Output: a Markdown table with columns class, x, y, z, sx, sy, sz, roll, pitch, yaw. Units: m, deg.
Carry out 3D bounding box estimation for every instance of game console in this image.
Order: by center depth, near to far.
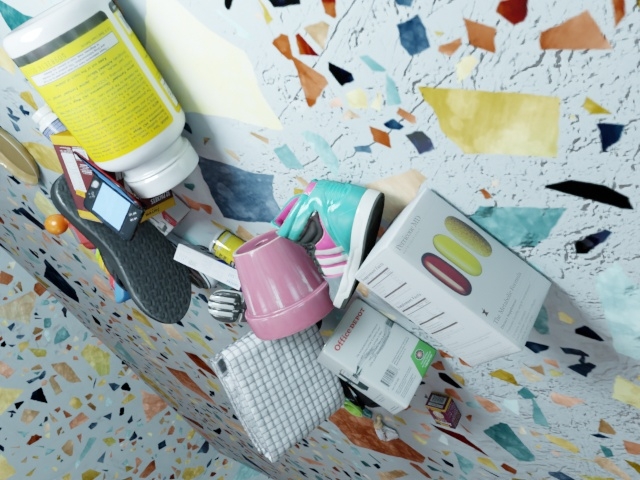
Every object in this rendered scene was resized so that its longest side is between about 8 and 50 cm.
| class | x | y | z | sx | sy | sz | roll | pitch | yaw |
| --- | --- | --- | --- | --- | --- | --- | --- | --- | --- |
| game console | -0.408 | -0.080 | 1.023 | 0.144 | 0.085 | 0.124 | 35 | 108 | 20 |

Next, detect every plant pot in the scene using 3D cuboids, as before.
| class | x | y | z | sx | sy | sz | roll | pitch | yaw |
| --- | --- | --- | --- | --- | --- | --- | --- | --- | --- |
| plant pot | -0.086 | 0.079 | 1.130 | 0.201 | 0.201 | 0.180 | -8 | 112 | 50 |
| plant pot | -0.949 | -0.268 | 1.668 | 0.236 | 0.032 | 0.236 | 26 | 148 | 17 |

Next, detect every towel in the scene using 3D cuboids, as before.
| class | x | y | z | sx | sy | sz | roll | pitch | yaw |
| --- | --- | --- | --- | --- | --- | --- | --- | --- | --- |
| towel | -0.095 | 0.313 | 1.237 | 0.121 | 0.235 | 0.283 | 5 | 122 | 59 |

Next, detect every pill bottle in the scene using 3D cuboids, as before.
| class | x | y | z | sx | sy | sz | roll | pitch | yaw |
| --- | --- | --- | --- | --- | --- | --- | --- | --- | --- |
| pill bottle | -0.362 | -0.245 | 0.958 | 0.188 | 0.188 | 0.333 | 6 | 137 | 41 |
| pill bottle | -0.197 | 0.028 | 1.279 | 0.116 | 0.065 | 0.065 | 32 | 149 | 7 |
| pill bottle | -0.631 | -0.265 | 1.319 | 0.120 | 0.067 | 0.067 | 46 | 148 | -16 |

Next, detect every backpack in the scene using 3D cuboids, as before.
| class | x | y | z | sx | sy | sz | roll | pitch | yaw |
| --- | --- | --- | --- | --- | --- | --- | --- | --- | --- |
| backpack | 0.110 | 0.316 | 1.309 | 0.152 | 0.115 | 0.182 | -25 | 115 | 42 |

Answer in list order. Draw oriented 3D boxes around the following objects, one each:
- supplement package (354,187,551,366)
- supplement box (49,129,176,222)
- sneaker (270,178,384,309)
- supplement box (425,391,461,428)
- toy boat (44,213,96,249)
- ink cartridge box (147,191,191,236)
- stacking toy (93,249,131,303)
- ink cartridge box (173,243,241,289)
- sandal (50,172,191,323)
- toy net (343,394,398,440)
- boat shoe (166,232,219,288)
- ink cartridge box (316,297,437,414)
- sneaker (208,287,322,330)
| class | x | y | z | sx | sy | sz | roll | pitch | yaw |
| --- | --- | --- | --- | --- | --- | --- | --- | --- | --- |
| supplement package | 0.201 | 0.061 | 0.851 | 0.244 | 0.139 | 0.134 | 37 | 151 | -1 |
| supplement box | -0.444 | -0.149 | 1.176 | 0.191 | 0.129 | 0.194 | 11 | 122 | 37 |
| sneaker | 0.000 | 0.000 | 0.981 | 0.179 | 0.123 | 0.295 | 23 | 139 | 13 |
| supplement box | 0.296 | 0.409 | 1.316 | 0.055 | 0.043 | 0.083 | 1 | 135 | 43 |
| toy boat | -0.676 | -0.062 | 1.491 | 0.231 | 0.151 | 0.150 | -123 | 15 | -54 |
| ink cartridge box | -0.390 | -0.072 | 1.346 | 0.099 | 0.056 | 0.135 | 43 | 149 | -10 |
| stacking toy | -0.625 | 0.027 | 1.648 | 0.302 | 0.166 | 0.175 | 38 | 136 | 20 |
| ink cartridge box | -0.252 | 0.065 | 1.355 | 0.207 | 0.046 | 0.097 | 22 | -174 | 24 |
| sandal | -0.480 | 0.017 | 1.350 | 0.107 | 0.167 | 0.445 | -21 | 109 | 47 |
| toy net | 0.140 | 0.543 | 1.651 | 0.232 | 0.045 | 0.122 | 48 | 147 | -18 |
| boat shoe | -0.434 | 0.041 | 1.480 | 0.335 | 0.119 | 0.121 | 36 | 149 | 1 |
| ink cartridge box | 0.118 | 0.247 | 1.173 | 0.208 | 0.153 | 0.087 | 34 | 150 | 6 |
| sneaker | -0.134 | 0.165 | 1.391 | 0.282 | 0.106 | 0.162 | 14 | -175 | -3 |
